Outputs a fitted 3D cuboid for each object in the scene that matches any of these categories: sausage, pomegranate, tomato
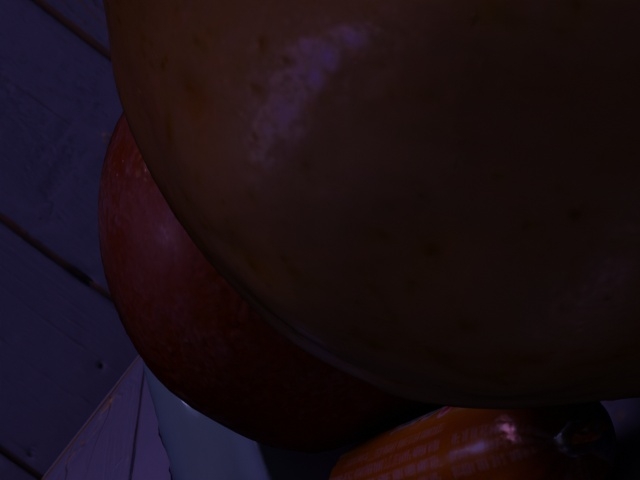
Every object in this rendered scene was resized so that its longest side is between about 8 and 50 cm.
[{"bbox_3d":[0.078,0.114,0.875,0.071,0.071,0.234,-57,10,-27],"label":"sausage"},{"bbox_3d":[0.108,-0.118,0.723,0.411,0.411,0.411,-51,9,12],"label":"pomegranate"},{"bbox_3d":[0.000,0.000,1.018,0.265,0.265,0.265,-51,9,12],"label":"tomato"}]

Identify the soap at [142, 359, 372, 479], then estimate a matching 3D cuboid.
[{"bbox_3d":[-0.024,0.055,1.226,0.109,0.193,0.324,-39,43,43],"label":"soap"}]
